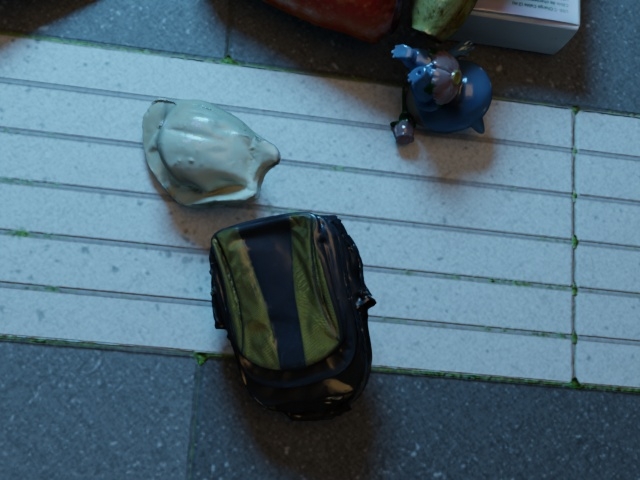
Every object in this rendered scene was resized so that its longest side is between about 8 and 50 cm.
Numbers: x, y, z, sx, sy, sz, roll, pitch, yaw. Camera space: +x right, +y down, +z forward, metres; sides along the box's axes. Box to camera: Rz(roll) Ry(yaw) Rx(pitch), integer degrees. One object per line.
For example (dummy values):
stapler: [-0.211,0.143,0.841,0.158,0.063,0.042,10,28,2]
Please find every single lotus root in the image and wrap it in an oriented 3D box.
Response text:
lotus root: [0.183,-0.368,1.296,0.097,0.110,0.258,11,77,32]

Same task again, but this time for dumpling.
dumpling: [-0.147,-0.107,1.274,0.199,0.118,0.136,20,88,23]

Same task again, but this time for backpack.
backpack: [-0.028,0.096,1.220,0.206,0.133,0.258,-11,91,19]

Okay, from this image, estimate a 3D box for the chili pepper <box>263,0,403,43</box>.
chili pepper: [-0.006,-0.422,1.307,0.306,0.251,0.229,20,36,-5]

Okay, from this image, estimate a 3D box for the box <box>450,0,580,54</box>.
box: [0.256,-0.405,1.419,0.203,0.106,0.251,6,75,-9]

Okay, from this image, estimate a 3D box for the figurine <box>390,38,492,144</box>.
figurine: [0.144,-0.200,1.342,0.145,0.178,0.114,-24,65,27]
